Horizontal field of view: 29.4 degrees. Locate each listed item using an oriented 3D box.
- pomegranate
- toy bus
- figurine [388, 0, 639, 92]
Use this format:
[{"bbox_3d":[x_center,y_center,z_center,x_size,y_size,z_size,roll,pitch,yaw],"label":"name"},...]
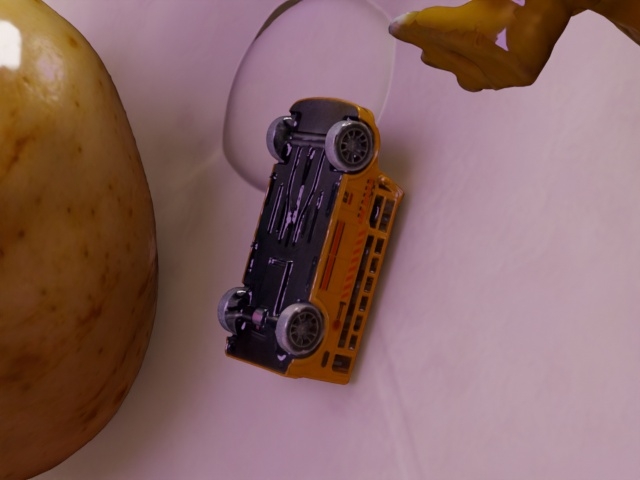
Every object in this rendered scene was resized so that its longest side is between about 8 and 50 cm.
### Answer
[{"bbox_3d":[-0.282,-0.024,0.797,0.410,0.410,0.410,-15,66,37],"label":"pomegranate"},{"bbox_3d":[0.000,0.000,0.721,0.069,0.074,0.162,12,86,50],"label":"toy bus"},{"bbox_3d":[0.238,-0.172,0.462,0.401,0.268,0.387,33,81,10],"label":"figurine"}]
